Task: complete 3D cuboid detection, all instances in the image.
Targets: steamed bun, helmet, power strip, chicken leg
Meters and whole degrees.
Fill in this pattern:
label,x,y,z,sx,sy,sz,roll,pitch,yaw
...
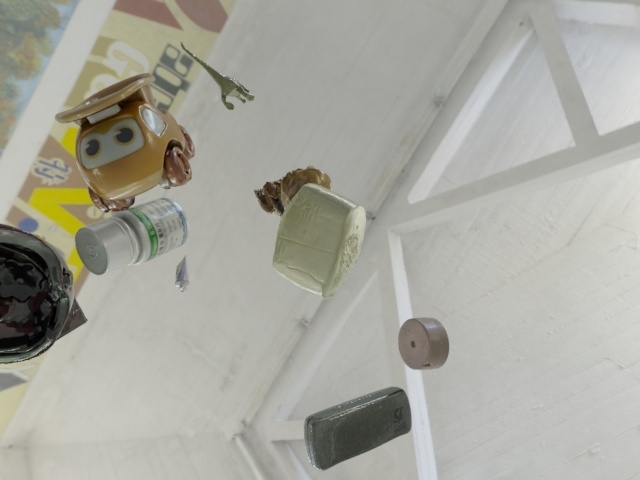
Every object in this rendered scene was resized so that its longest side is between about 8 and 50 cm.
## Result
label,x,y,z,sx,sy,sz,roll,pitch,yaw
steamed bun,0.000,0.000,1.058,0.199,0.154,0.250,23,-84,27
helmet,-0.707,0.100,0.987,0.197,0.270,0.339,-135,-134,-67
power strip,0.299,0.299,1.257,0.154,0.078,0.154,-15,-106,63
chicken leg,-0.112,-0.105,1.597,0.294,0.182,0.410,15,-52,8

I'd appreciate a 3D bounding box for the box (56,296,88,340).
label,x,y,z,sx,sy,sz,roll,pitch,yaw
box,-0.835,0.183,1.266,0.188,0.153,0.253,-17,-79,37

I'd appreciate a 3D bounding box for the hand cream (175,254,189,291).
label,x,y,z,sx,sy,sz,roll,pitch,yaw
hand cream,-0.549,0.135,1.697,0.084,0.053,0.142,-42,-131,31

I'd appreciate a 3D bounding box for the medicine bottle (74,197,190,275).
label,x,y,z,sx,sy,sz,roll,pitch,yaw
medicine bottle,-0.442,-0.013,1.028,0.139,0.237,0.139,10,-68,27

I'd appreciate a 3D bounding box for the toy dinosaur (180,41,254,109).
label,x,y,z,sx,sy,sz,roll,pitch,yaw
toy dinosaur,-0.318,-0.509,1.384,0.072,0.251,0.200,-49,-118,27

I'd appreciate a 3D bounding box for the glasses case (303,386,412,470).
label,x,y,z,sx,sy,sz,roll,pitch,yaw
glasses case,0.107,0.494,1.154,0.074,0.323,0.131,-10,-93,58

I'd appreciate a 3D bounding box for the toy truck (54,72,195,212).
label,x,y,z,sx,sy,sz,roll,pitch,yaw
toy truck,-0.397,-0.210,0.903,0.204,0.212,0.288,-21,-146,5
